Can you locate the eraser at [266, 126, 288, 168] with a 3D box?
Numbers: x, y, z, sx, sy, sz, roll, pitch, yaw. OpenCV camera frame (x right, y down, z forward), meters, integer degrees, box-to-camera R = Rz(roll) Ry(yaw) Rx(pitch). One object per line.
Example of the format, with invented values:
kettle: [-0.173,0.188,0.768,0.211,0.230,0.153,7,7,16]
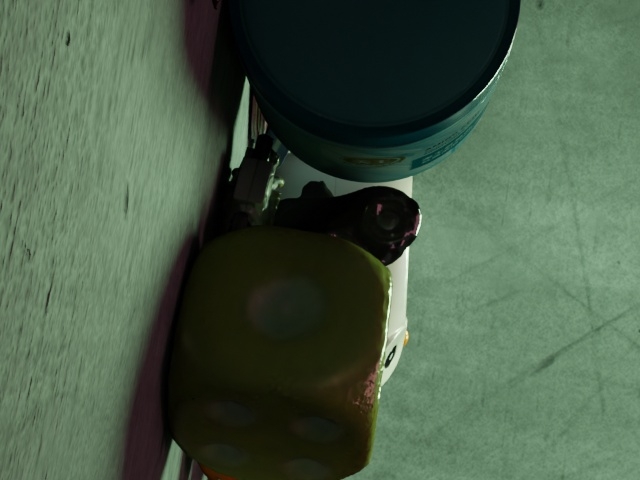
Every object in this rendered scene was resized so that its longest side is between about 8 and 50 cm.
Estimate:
eraser: [-0.050,-0.194,2.378,0.225,0.036,0.082,-82,-162,-55]

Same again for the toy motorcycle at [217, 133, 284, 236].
toy motorcycle: [-0.094,-0.023,2.083,0.225,0.073,0.152,-78,180,-49]

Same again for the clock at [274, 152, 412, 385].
clock: [0.011,0.046,2.505,0.368,0.250,0.376,-57,148,-84]

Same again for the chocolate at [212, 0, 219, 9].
chocolate: [-0.102,-0.301,1.688,0.182,0.028,0.086,-76,165,-59]

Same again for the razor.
razor: [0.002,0.003,2.153,0.107,0.189,0.327,57,-16,-13]

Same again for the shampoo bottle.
shampoo bottle: [0.063,-0.253,2.000,0.342,0.331,0.331,83,15,-83]

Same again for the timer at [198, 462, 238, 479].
timer: [-0.116,0.250,2.135,0.136,0.099,0.136,179,-90,-86]

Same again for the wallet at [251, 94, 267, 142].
wallet: [-0.068,-0.254,2.322,0.232,0.025,0.119,-79,175,-46]

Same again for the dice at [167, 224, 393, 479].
dice: [-0.044,0.139,1.918,0.233,0.238,0.227,92,6,-53]
